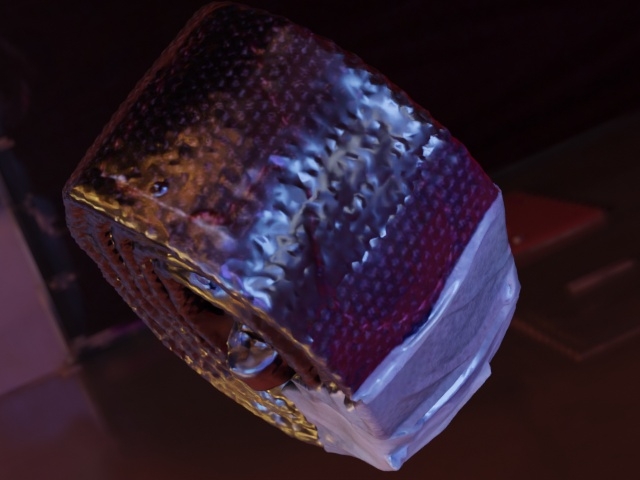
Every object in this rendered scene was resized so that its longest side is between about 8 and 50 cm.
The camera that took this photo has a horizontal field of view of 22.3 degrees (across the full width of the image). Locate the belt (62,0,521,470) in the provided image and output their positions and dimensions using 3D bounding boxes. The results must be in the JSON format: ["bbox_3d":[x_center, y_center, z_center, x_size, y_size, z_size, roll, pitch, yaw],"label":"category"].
[{"bbox_3d":[0.000,0.000,0.788,0.184,0.164,0.289,27,164,20],"label":"belt"}]
